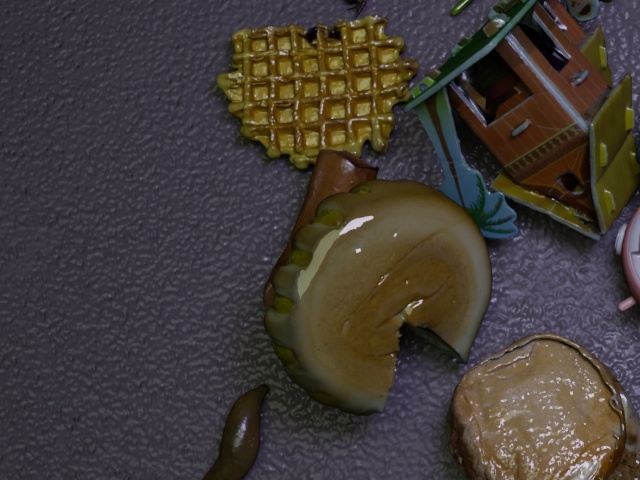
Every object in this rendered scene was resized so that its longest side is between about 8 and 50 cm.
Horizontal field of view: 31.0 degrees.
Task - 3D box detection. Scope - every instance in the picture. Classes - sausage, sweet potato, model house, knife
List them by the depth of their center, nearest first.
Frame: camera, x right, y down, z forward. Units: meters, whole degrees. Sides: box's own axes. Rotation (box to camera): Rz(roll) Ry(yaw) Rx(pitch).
[{"bbox_3d":[0.298,-0.159,1.646,0.324,0.340,0.300,48,50,-5],"label":"model house"},{"bbox_3d":[-0.134,0.324,1.677,0.069,0.059,0.250,25,89,37],"label":"sweet potato"},{"bbox_3d":[-0.001,0.000,1.682,0.109,0.109,0.271,24,93,17],"label":"sausage"},{"bbox_3d":[0.266,-0.406,1.752,0.184,0.022,0.026,-43,92,0],"label":"knife"}]

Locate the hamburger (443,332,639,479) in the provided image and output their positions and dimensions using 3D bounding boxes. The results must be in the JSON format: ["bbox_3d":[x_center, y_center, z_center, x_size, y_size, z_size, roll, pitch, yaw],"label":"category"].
[{"bbox_3d":[0.306,0.254,1.543,0.286,0.146,0.243,15,76,22],"label":"hamburger"}]

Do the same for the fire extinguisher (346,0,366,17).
[{"bbox_3d":[0.036,-0.411,1.801,0.056,0.039,0.132,-40,72,12],"label":"fire extinguisher"}]

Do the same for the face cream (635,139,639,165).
[{"bbox_3d":[0.500,-0.199,1.579,0.092,0.092,0.311,19,70,16],"label":"face cream"}]

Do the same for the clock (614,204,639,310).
[{"bbox_3d":[0.518,0.026,1.549,0.241,0.142,0.227,12,75,25],"label":"clock"}]

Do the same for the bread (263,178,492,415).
[{"bbox_3d":[0.074,0.066,1.588,0.333,0.160,0.333,-5,103,-21],"label":"bread"}]

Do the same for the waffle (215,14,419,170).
[{"bbox_3d":[-0.001,-0.241,1.761,0.309,0.065,0.283,42,92,14],"label":"waffle"}]
